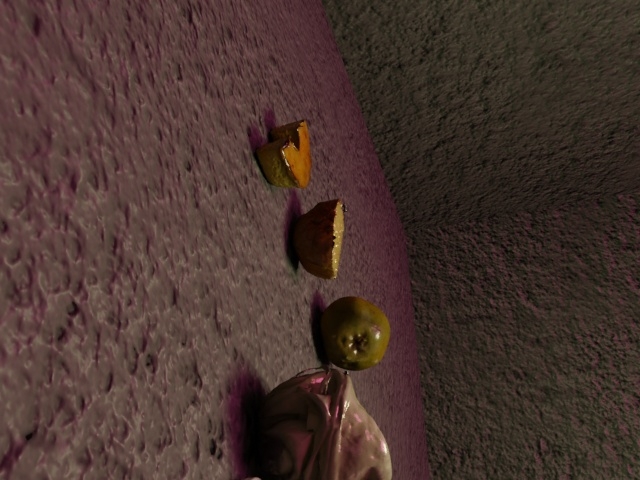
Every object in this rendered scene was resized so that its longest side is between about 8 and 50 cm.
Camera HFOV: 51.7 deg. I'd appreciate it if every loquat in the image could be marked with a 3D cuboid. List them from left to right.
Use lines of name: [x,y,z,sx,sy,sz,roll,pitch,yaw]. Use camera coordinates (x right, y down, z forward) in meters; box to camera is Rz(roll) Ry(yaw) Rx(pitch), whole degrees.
loquat: [0.097,0.259,1.890,0.246,0.213,0.213,-81,159,-81]

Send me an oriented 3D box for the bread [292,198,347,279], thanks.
bread: [-0.008,-0.004,1.781,0.260,0.134,0.129,-75,162,-49]

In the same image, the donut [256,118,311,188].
donut: [-0.081,-0.205,1.691,0.259,0.101,0.152,-71,148,-65]

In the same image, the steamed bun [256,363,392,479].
steamed bun: [-0.018,0.404,1.278,0.280,0.207,0.268,64,-29,13]

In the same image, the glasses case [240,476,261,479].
glasses case: [-0.111,0.529,1.130,0.092,0.059,0.233,28,52,-71]
